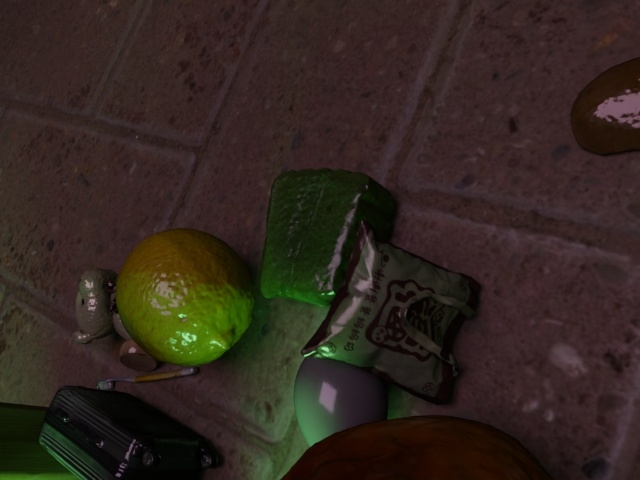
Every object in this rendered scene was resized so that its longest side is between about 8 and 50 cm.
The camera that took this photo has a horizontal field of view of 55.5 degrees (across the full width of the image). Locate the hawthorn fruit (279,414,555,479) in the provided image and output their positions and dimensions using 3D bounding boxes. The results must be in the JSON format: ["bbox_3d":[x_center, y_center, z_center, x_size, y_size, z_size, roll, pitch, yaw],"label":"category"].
[{"bbox_3d":[0.117,0.406,0.653,0.472,0.472,0.471,-12,66,29],"label":"hawthorn fruit"}]

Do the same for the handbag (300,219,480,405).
[{"bbox_3d":[0.115,0.110,0.895,0.213,0.235,0.127,-68,15,-9],"label":"handbag"}]

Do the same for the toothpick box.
[{"bbox_3d":[-0.585,0.418,1.185,0.190,0.308,0.187,-31,58,19],"label":"toothpick box"}]

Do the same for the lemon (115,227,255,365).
[{"bbox_3d":[-0.248,0.102,1.126,0.267,0.267,0.267,-12,66,29],"label":"lemon"}]

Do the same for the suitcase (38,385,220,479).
[{"bbox_3d":[-0.358,0.378,1.117,0.312,0.202,0.128,16,82,36],"label":"suitcase"}]

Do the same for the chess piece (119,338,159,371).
[{"bbox_3d":[-0.372,0.236,1.254,0.084,0.083,0.038,-20,42,26],"label":"chess piece"}]

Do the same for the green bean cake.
[{"bbox_3d":[0.000,0.000,1.076,0.222,0.125,0.248,7,74,37],"label":"green bean cake"}]

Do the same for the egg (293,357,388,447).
[{"bbox_3d":[0.032,0.252,0.942,0.146,0.146,0.198,-15,75,29],"label":"egg"}]

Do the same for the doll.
[{"bbox_3d":[-0.410,0.117,1.301,0.278,0.149,0.175,-12,33,16],"label":"doll"}]

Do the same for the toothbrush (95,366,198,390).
[{"bbox_3d":[-0.367,0.290,1.270,0.288,0.021,0.024,-14,76,29],"label":"toothbrush"}]

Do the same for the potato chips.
[{"bbox_3d":[0.472,-0.209,0.889,0.202,0.049,0.150,-9,73,24],"label":"potato chips"}]
